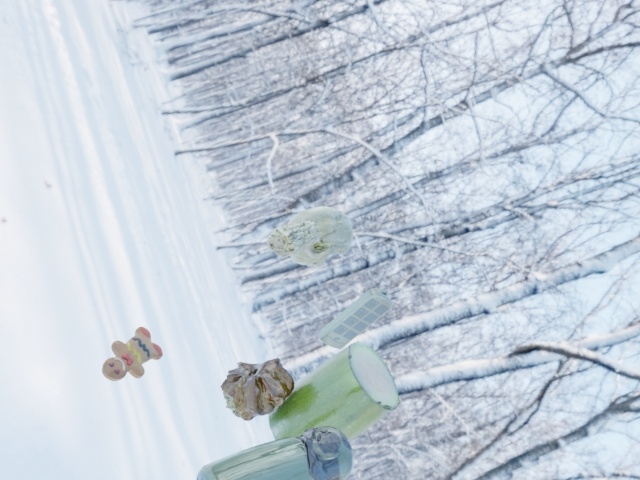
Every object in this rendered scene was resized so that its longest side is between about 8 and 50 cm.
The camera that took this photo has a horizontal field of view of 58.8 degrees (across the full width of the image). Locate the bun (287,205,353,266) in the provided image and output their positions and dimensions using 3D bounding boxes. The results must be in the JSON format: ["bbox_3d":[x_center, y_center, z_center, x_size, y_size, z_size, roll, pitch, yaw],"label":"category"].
[{"bbox_3d":[0.000,0.000,1.729,0.210,0.237,0.116,-50,-137,30],"label":"bun"}]

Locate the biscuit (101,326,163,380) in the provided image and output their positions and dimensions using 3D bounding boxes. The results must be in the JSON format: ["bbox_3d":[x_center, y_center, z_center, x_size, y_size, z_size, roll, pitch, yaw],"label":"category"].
[{"bbox_3d":[-0.695,0.427,2.091,0.165,0.036,0.250,52,35,2],"label":"biscuit"}]

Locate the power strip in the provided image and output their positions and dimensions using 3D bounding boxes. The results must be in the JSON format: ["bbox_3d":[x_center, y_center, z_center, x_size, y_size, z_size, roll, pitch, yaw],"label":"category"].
[{"bbox_3d":[0.080,0.196,1.376,0.080,0.227,0.029,31,27,-36],"label":"power strip"}]

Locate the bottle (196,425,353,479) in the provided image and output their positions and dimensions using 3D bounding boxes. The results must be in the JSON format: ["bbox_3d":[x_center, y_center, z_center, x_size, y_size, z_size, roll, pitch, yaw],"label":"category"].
[{"bbox_3d":[-0.090,0.523,1.263,0.168,0.347,0.168,29,-55,52],"label":"bottle"}]

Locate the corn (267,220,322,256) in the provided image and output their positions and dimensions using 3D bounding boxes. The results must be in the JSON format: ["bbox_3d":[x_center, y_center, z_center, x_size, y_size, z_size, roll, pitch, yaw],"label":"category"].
[{"bbox_3d":[-0.060,-0.014,1.522,0.211,0.087,0.087,-25,96,-59],"label":"corn"}]

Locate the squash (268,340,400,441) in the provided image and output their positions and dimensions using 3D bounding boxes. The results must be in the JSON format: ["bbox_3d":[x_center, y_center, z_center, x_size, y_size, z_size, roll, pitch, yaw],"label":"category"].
[{"bbox_3d":[0.042,0.545,1.890,0.263,0.384,0.263,44,18,-18],"label":"squash"}]

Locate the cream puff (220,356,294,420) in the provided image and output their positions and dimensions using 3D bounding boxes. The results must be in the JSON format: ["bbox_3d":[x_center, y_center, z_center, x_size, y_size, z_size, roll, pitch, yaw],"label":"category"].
[{"bbox_3d":[-0.214,0.484,1.847,0.241,0.269,0.154,-28,109,-57],"label":"cream puff"}]
